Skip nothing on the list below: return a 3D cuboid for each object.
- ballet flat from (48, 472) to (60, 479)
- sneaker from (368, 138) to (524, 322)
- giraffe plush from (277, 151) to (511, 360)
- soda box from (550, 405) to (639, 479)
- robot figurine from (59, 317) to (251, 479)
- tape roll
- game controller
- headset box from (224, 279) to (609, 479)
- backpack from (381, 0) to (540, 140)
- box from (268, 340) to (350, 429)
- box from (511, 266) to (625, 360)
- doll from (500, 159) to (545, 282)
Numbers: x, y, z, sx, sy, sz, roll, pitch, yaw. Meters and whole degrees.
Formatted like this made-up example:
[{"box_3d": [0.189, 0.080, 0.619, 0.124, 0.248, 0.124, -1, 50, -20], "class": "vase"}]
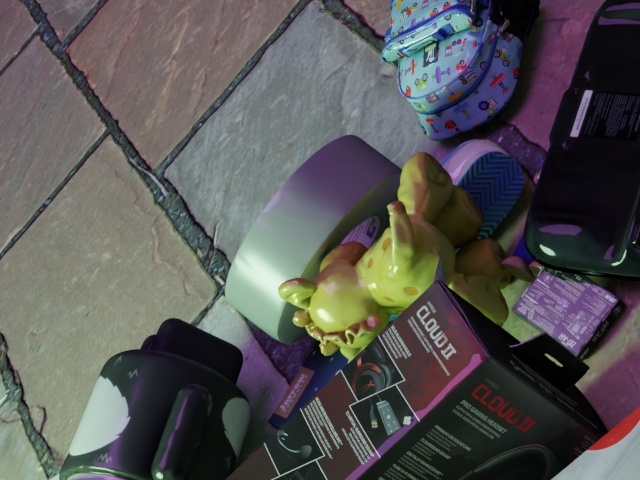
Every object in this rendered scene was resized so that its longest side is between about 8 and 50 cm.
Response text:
[{"box_3d": [-0.318, 0.320, 2.012, 0.213, 0.068, 0.072, -43, 33, 15], "class": "ballet flat"}, {"box_3d": [0.112, -0.008, 1.795, 0.228, 0.087, 0.092, -44, 19, 6], "class": "sneaker"}, {"box_3d": [0.064, 0.041, 1.673, 0.170, 0.181, 0.210, -29, 7, 27], "class": "giraffe plush"}, {"box_3d": [0.272, 0.195, 1.374, 0.286, 0.091, 0.098, -42, 33, 14], "class": "soda box"}, {"box_3d": [-0.177, 0.223, 1.829, 0.173, 0.209, 0.278, 8, 60, 21], "class": "robot figurine"}, {"box_3d": [0.000, 0.000, 1.798, 0.072, 0.219, 0.219, 36, 88, 16], "class": "tape roll"}, {"box_3d": [0.300, -0.106, 1.640, 0.166, 0.067, 0.319, 2, 58, 36], "class": "game controller"}, {"box_3d": [0.098, 0.185, 1.475, 0.293, 0.218, 0.110, -44, 41, 11], "class": "headset box"}, {"box_3d": [0.145, -0.203, 1.906, 0.158, 0.117, 0.173, -19, 48, 42], "class": "backpack"}, {"box_3d": [0.029, 0.152, 1.775, 0.225, 0.036, 0.136, 15, 70, 57], "class": "box"}, {"box_3d": [0.227, 0.061, 1.602, 0.083, 0.018, 0.067, 36, 88, 35], "class": "box"}, {"box_3d": [0.246, -0.047, 1.687, 0.129, 0.046, 0.189, 7, 66, 51], "class": "doll"}]
